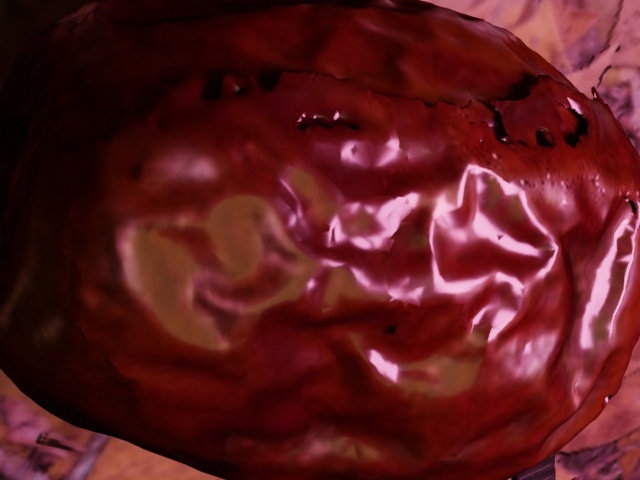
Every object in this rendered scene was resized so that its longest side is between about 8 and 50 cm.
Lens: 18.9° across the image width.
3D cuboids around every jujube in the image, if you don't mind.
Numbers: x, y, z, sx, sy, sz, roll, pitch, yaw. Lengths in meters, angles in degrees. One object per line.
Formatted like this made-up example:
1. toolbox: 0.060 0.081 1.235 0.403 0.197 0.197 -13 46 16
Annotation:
1. jujube: 0.000 0.000 0.670 0.243 0.183 0.183 11 116 -25

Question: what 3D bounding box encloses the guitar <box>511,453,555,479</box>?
1. guitar: 0.092 0.079 0.861 0.084 0.038 0.271 -20 127 -17
